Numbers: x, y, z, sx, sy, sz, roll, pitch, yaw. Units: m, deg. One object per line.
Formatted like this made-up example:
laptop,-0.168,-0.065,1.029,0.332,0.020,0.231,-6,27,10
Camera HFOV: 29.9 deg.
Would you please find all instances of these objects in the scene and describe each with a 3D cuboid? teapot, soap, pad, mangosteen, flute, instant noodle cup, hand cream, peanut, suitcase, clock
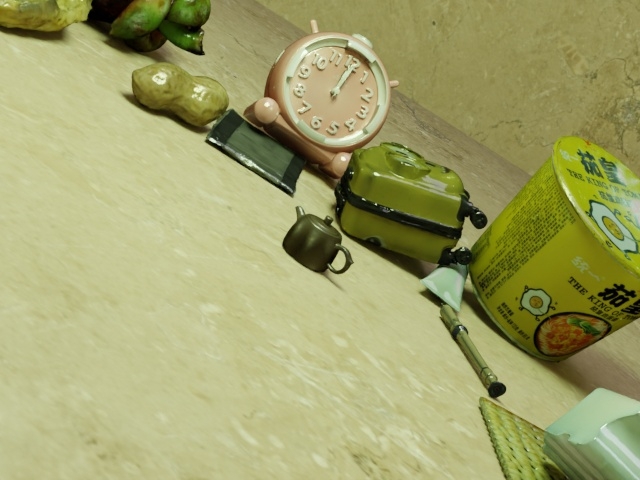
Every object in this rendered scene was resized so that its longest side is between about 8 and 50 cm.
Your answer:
teapot,0.000,0.000,1.655,0.121,0.068,0.076,41,16,26
soap,0.385,0.291,1.347,0.289,0.095,0.173,47,-12,25
pad,-0.105,-0.150,2.009,0.174,0.022,0.233,33,16,-8
mangosteen,-0.323,-0.496,2.145,0.311,0.311,0.311,32,15,-9
flute,0.213,0.154,1.715,0.027,0.027,0.233,27,15,-24
instant noodle cup,0.411,0.030,1.957,0.325,0.254,0.326,31,34,-24
hand cream,0.208,0.064,1.947,0.078,0.050,0.205,40,19,2
peanut,-0.221,-0.229,1.894,0.192,0.089,0.089,13,25,-44
suitcase,0.143,-0.068,1.974,0.234,0.143,0.194,18,17,-10
clock,0.012,-0.262,2.149,0.227,0.241,0.142,33,-6,-14

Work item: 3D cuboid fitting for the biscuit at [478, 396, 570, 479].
biscuit,0.266,0.275,1.460,0.139,0.016,0.231,30,15,-13

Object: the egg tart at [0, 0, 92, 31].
egg tart,-0.508,-0.447,1.831,0.351,0.153,0.339,31,18,-7
